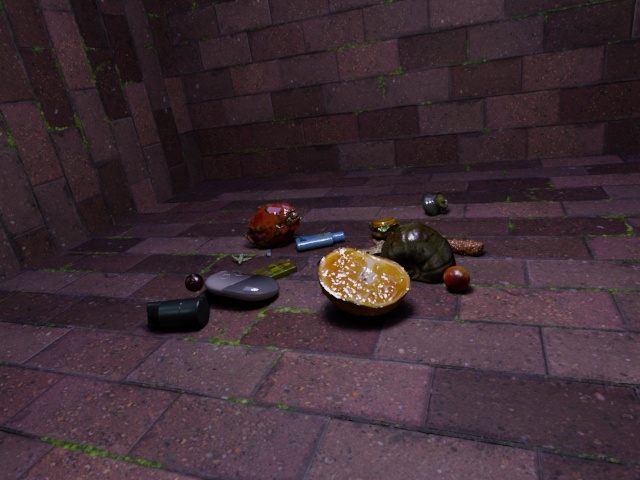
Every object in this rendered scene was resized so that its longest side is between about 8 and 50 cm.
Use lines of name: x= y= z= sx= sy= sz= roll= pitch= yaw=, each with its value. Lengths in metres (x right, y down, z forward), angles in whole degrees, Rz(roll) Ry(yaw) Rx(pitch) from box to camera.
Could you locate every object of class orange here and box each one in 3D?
orange: x=0.146 y=0.153 z=1.586 sx=0.310 sy=0.274 sz=0.274 roll=33 pitch=19 yaw=-12

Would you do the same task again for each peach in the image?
peach: x=0.524 y=0.145 z=1.649 sx=0.101 sy=0.100 sz=0.100 roll=-8 pitch=22 yaw=3

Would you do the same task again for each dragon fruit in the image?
dragon fruit: x=-0.256 y=-0.083 z=2.346 sx=0.250 sy=0.315 sz=0.250 roll=31 pitch=20 yaw=-13

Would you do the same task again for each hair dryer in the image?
hair dryer: x=-0.560 y=0.270 z=1.792 sx=0.244 sy=0.116 sz=0.302 roll=-5 pitch=11 yaw=11

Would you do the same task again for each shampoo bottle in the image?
shampoo bottle: x=0.000 y=0.000 z=2.270 sx=0.259 sy=0.061 sz=0.104 roll=-11 pitch=23 yaw=-5

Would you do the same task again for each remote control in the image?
remote control: x=-0.335 y=0.192 z=1.837 sx=0.332 sy=0.103 sz=0.221 roll=8 pitch=13 yaw=21

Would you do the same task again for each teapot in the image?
teapot: x=0.665 y=-0.209 z=2.451 sx=0.166 sy=0.130 sz=0.119 roll=11 pitch=-24 yaw=-33

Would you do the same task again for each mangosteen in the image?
mangosteen: x=-0.539 y=0.181 z=1.840 sx=0.081 sy=0.081 sz=0.081 roll=-8 pitch=22 yaw=3

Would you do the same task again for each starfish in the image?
starfish: x=0.318 y=0.032 z=2.071 sx=0.299 sy=0.060 sz=0.302 roll=-12 pitch=8 yaw=10

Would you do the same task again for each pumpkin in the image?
pumpkin: x=0.408 y=0.033 z=1.816 sx=0.325 sy=0.232 sz=0.242 roll=4 pitch=22 yaw=21

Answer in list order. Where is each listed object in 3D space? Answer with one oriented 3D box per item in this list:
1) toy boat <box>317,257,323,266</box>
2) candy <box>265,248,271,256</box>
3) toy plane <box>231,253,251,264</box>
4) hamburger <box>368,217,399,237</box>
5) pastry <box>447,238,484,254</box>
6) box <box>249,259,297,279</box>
toy boat: x=0.044 y=0.141 z=1.833 sx=0.115 sy=0.114 sz=0.262 roll=-17 pitch=22 yaw=-8
candy: x=-0.277 y=0.066 z=2.267 sx=0.030 sy=0.020 sz=0.083 roll=-10 pitch=24 yaw=-1
toy plane: x=-0.413 y=0.093 z=2.230 sx=0.102 sy=0.040 sz=0.111 roll=2 pitch=20 yaw=-1
hamburger: x=0.335 y=-0.063 z=2.235 sx=0.164 sy=0.093 sz=0.189 roll=-8 pitch=9 yaw=10
pastry: x=0.654 y=0.032 z=1.943 sx=0.087 sy=0.063 sz=0.169 roll=-15 pitch=16 yaw=-39
box: x=-0.222 y=0.149 z=2.029 sx=0.193 sy=0.030 sz=0.121 roll=-22 pitch=25 yaw=-28
